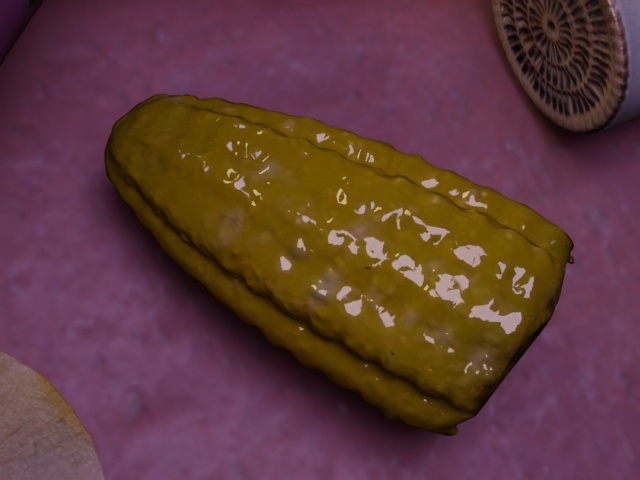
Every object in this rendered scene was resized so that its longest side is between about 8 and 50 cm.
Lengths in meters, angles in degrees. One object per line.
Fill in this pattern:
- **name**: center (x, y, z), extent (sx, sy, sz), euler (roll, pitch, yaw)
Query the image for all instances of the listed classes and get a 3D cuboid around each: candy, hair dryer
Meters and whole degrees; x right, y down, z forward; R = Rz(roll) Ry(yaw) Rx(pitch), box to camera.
- **candy**: center (0.000, 0.000, 0.748), extent (0.199, 0.094, 0.106), euler (28, 66, 6)
- **hair dryer**: center (0.117, -0.228, 0.869), extent (0.173, 0.107, 0.357), euler (-21, 69, -23)

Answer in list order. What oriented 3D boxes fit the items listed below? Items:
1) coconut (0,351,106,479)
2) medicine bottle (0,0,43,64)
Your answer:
- **coconut**: center (-0.145, 0.115, 0.632), extent (0.147, 0.153, 0.147), euler (4, 69, -10)
- **medicine bottle**: center (-0.200, -0.144, 0.688), extent (0.212, 0.212, 0.325), euler (30, 66, -1)
